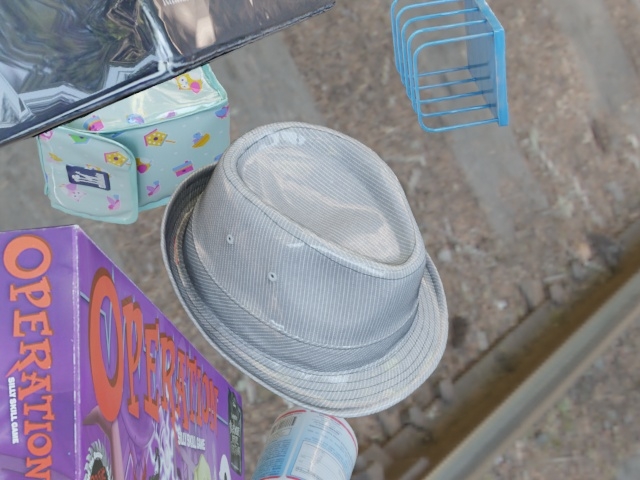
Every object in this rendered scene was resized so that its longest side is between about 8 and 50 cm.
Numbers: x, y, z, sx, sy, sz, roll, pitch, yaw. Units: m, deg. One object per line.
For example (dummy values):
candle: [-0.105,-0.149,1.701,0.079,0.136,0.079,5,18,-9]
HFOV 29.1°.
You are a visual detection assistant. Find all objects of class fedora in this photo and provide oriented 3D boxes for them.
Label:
fedora: [0.000,0.000,1.037,0.243,0.124,0.275,-28,64,-36]

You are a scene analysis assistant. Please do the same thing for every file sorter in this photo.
file sorter: [0.148,-0.215,1.439,0.170,0.104,0.118,-101,-177,-59]

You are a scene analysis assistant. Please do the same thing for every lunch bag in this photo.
lunch bag: [-0.264,-0.142,1.712,0.262,0.223,0.160,-19,63,-15]

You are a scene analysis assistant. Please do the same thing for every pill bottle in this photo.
pill bottle: [-0.022,0.230,1.117,0.087,0.087,0.160,53,30,-18]

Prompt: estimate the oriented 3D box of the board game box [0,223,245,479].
board game box: [-0.074,0.140,0.518,0.347,0.056,0.208,72,9,-74]

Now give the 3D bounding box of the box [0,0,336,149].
box: [-0.155,-0.202,0.533,0.343,0.179,0.313,-54,123,-73]
